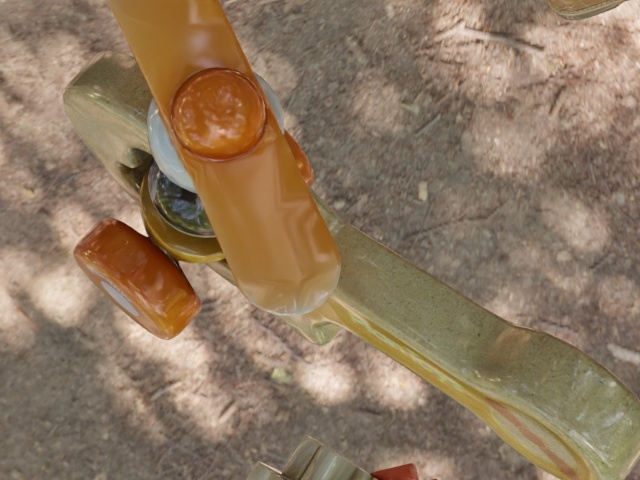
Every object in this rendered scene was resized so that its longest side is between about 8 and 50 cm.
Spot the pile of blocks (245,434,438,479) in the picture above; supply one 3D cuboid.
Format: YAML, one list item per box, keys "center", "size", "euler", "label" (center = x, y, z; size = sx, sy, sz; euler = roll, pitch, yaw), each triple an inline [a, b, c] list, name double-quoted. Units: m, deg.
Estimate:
- center: [0.105, 0.280, 0.826]
  size: [0.362, 0.149, 0.112]
  euler: [34, 82, -12]
  label: "pile of blocks"

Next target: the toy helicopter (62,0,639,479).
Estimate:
- center: [0.000, 0.000, 0.460]
  size: [0.355, 0.140, 0.235]
  euler: [32, 158, 27]
  label: "toy helicopter"

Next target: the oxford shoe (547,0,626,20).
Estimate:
- center: [0.302, -0.268, 0.848]
  size: [0.212, 0.076, 0.076]
  euler: [-23, 74, 29]
  label: "oxford shoe"
